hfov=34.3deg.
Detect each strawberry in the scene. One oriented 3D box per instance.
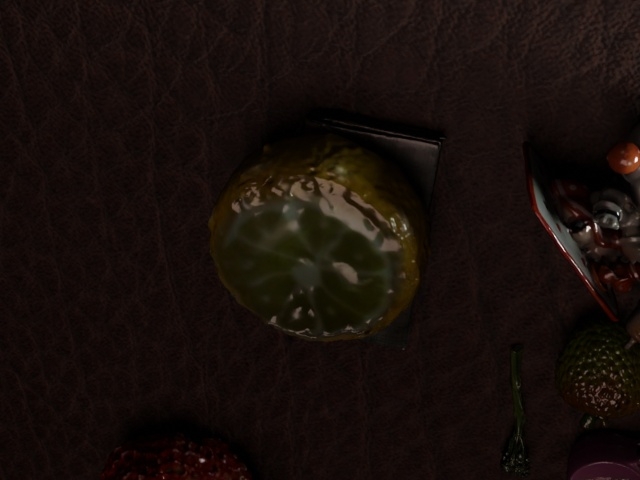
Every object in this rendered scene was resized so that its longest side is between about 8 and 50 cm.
[{"bbox_3d":[-0.212,0.425,1.541,0.261,0.258,0.261,3,131,4],"label":"strawberry"}]

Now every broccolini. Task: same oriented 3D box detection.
[{"bbox_3d":[0.266,0.233,1.389,0.044,0.042,0.218,4,125,12],"label":"broccolini"}]

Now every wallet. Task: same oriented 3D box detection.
[{"bbox_3d":[0.049,-0.005,1.269,0.169,0.044,0.317,13,126,9],"label":"wallet"}]

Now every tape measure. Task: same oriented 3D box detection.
[{"bbox_3d":[0.395,0.316,1.391,0.125,0.074,0.118,-11,121,20],"label":"tape measure"}]

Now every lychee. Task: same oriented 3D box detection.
[{"bbox_3d":[0.345,0.165,1.272,0.114,0.114,0.146,4,104,13],"label":"lychee"}]

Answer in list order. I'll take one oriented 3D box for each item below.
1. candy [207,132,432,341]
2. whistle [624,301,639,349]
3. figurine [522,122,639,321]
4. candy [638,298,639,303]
[{"bbox_3d":[0.000,0.000,1.197,0.260,0.118,0.260,9,128,11],"label":"candy"},{"bbox_3d":[0.397,0.038,1.085,0.057,0.107,0.220,42,109,13],"label":"whistle"},{"bbox_3d":[0.358,-0.062,1.088,0.226,0.160,0.183,-30,114,23],"label":"figurine"},{"bbox_3d":[0.466,0.032,1.140,0.143,0.101,0.271,58,135,29],"label":"candy"}]
